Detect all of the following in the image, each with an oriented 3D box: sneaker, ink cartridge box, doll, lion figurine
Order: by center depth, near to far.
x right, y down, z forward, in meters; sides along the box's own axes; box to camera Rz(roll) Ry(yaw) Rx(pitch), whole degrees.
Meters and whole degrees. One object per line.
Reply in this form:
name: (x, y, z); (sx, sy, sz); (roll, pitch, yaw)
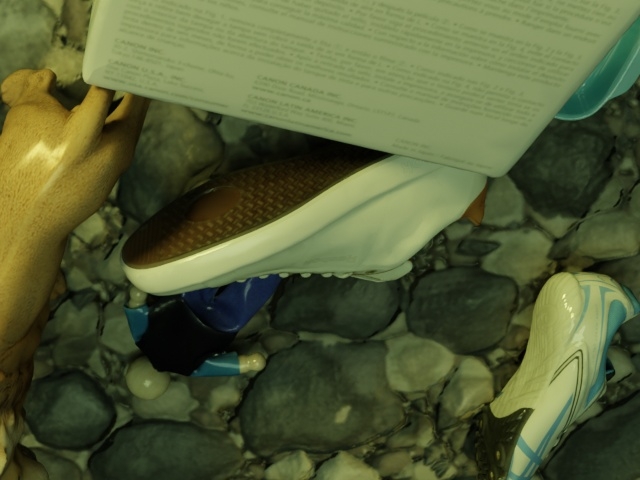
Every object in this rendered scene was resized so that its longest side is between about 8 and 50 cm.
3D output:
ink cartridge box: (0.047, -0.197, 0.765); (0.308, 0.091, 0.385); (12, 146, -14)
lion figurine: (-0.215, 0.007, 0.930); (0.142, 0.240, 0.392); (16, 114, -9)
sneaker: (0.000, 0.000, 0.982); (0.290, 0.106, 0.123); (-21, 122, -10)
doll: (-0.094, 0.064, 1.070); (0.129, 0.046, 0.189); (37, 110, -17)
sneaker: (0.193, 0.132, 1.093); (0.086, 0.085, 0.237); (12, 119, -16)

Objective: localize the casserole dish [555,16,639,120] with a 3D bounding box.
casserole dish: (0.151, -0.164, 0.969); (0.188, 0.037, 0.114); (23, 114, -11)
